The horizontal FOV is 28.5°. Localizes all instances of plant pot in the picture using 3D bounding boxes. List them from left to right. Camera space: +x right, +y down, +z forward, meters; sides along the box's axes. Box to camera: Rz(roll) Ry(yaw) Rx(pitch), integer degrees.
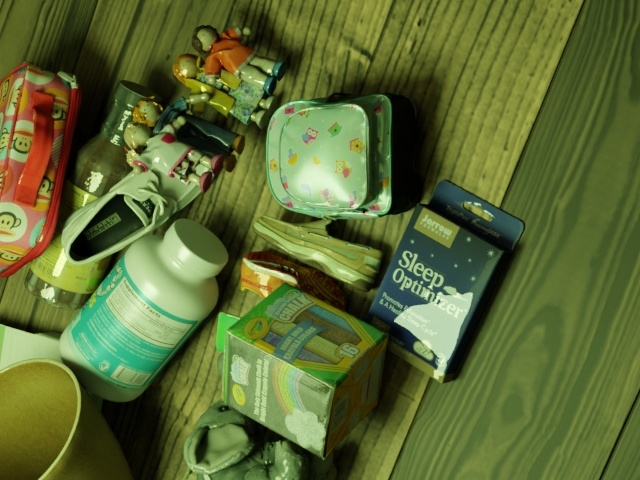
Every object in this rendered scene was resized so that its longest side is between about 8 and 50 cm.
[{"bbox_3d":[-0.368,0.334,1.770,0.237,0.254,0.237,-18,44,19],"label":"plant pot"}]

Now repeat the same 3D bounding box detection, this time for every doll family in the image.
[{"bbox_3d":[-0.168,-0.174,1.722,0.163,0.118,0.263,28,72,13],"label":"doll family"}]

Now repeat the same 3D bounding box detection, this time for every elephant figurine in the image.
[{"bbox_3d":[-0.111,0.288,1.681,0.239,0.186,0.169,31,115,26],"label":"elephant figurine"}]

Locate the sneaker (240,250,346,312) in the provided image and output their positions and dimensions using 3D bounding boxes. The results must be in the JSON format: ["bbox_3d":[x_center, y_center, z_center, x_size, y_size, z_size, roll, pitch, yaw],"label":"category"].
[{"bbox_3d":[-0.034,0.070,1.700,0.175,0.064,0.067,25,122,35],"label":"sneaker"}]

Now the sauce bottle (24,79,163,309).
[{"bbox_3d":[-0.327,-0.066,1.848,0.111,0.111,0.344,35,108,28],"label":"sauce bottle"}]

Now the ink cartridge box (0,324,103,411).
[{"bbox_3d":[-0.439,0.224,1.948,0.235,0.056,0.171,12,96,33],"label":"ink cartridge box"}]

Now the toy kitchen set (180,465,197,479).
[{"bbox_3d":[-0.157,0.328,1.787,0.068,0.075,0.083,23,144,-5],"label":"toy kitchen set"}]

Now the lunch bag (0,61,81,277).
[{"bbox_3d":[-0.442,-0.109,1.835,0.258,0.120,0.293,-27,51,54],"label":"lunch bag"}]

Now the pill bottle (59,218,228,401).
[{"bbox_3d":[-0.242,0.093,1.771,0.264,0.146,0.146,-49,66,21],"label":"pill bottle"}]

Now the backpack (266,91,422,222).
[{"bbox_3d":[0.018,-0.107,1.614,0.188,0.144,0.166,1,95,35],"label":"backpack"}]

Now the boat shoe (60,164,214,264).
[{"bbox_3d":[-0.250,-0.056,1.760,0.267,0.088,0.096,-31,112,2],"label":"boat shoe"}]

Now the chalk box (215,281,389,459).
[{"bbox_3d":[-0.040,0.154,1.618,0.213,0.132,0.132,27,131,24],"label":"chalk box"}]

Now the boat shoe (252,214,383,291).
[{"bbox_3d":[0.000,0.000,1.675,0.190,0.068,0.072,26,91,20],"label":"boat shoe"}]

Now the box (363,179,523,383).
[{"bbox_3d":[0.151,0.049,1.588,0.136,0.036,0.225,31,104,29],"label":"box"}]
